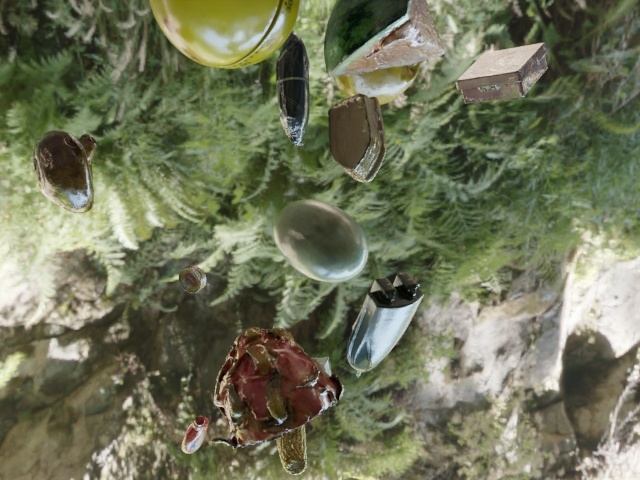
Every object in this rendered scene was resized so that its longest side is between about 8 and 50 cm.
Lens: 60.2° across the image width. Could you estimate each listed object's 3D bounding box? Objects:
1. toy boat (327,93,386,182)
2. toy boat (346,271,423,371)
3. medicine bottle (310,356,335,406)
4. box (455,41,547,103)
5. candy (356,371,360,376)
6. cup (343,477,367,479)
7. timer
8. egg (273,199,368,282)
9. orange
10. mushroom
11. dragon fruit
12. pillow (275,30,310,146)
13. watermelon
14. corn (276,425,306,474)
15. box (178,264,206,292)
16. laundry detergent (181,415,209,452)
[{"bbox_3d":[0.077,-0.217,1.189,0.116,0.188,0.061,-16,162,33],"label":"toy boat"},{"bbox_3d":[0.136,0.213,1.321,0.141,0.319,0.092,-9,-135,-30],"label":"toy boat"},{"bbox_3d":[-0.050,0.507,1.977,0.201,0.171,0.052,-7,-168,26],"label":"medicine bottle"},{"bbox_3d":[0.571,-0.522,1.731,0.215,0.086,0.215,6,-139,45],"label":"box"},{"bbox_3d":[0.148,0.266,1.551,0.092,0.335,0.093,-15,-136,-40],"label":"candy"},{"bbox_3d":[0.191,0.788,1.479,0.273,0.288,0.208,-11,-164,38],"label":"cup"},{"bbox_3d":[-0.233,-0.563,1.198,0.376,0.375,0.387,14,-174,35],"label":"timer"},{"bbox_3d":[0.000,0.000,1.836,0.352,0.258,0.259,28,-152,25],"label":"egg"},{"bbox_3d":[0.161,-0.535,1.609,0.279,0.278,0.235,-12,-153,-36],"label":"orange"},{"bbox_3d":[-0.605,-0.162,1.299,0.138,0.194,0.231,3,178,-22],"label":"mushroom"},{"bbox_3d":[-0.136,0.347,1.412,0.296,0.262,0.314,-24,175,42],"label":"dragon fruit"},{"bbox_3d":[-0.078,-0.453,1.668,0.093,0.334,0.161,-1,179,13],"label":"pillow"},{"bbox_3d":[0.167,-0.560,1.352,0.293,0.250,0.283,-16,-173,-36],"label":"watermelon"},{"bbox_3d":[-0.099,0.667,1.854,0.102,0.101,0.310,0,-166,-3],"label":"corn"},{"bbox_3d":[-0.482,0.145,2.077,0.106,0.105,0.037,8,-159,22],"label":"box"},{"bbox_3d":[-0.353,0.546,1.586,0.049,0.165,0.097,35,-136,9],"label":"laundry detergent"}]
